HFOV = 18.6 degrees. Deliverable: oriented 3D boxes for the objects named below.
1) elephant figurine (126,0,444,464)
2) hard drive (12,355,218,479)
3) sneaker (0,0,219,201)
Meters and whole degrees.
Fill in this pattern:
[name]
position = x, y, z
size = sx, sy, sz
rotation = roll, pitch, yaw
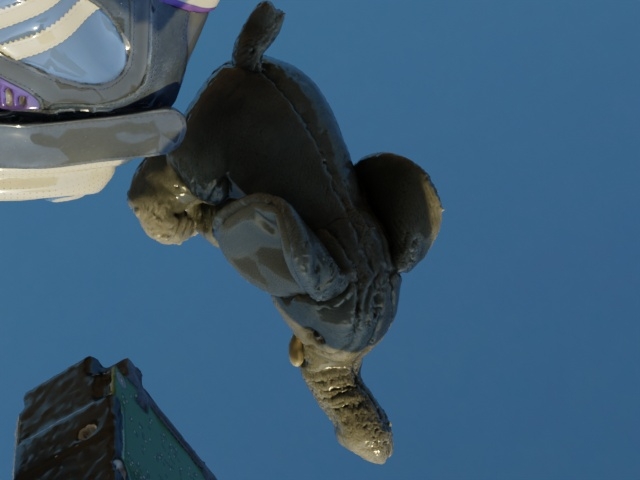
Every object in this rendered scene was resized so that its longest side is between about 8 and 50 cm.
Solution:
[elephant figurine]
position = 0.000, 0.000, 1.325
size = 0.169, 0.186, 0.239
rotation = -43, -116, -3
[hard drive]
position = -0.047, 0.225, 0.821
size = 0.064, 0.237, 0.339
rotation = -28, -150, 11
[sneaker]
position = -0.222, -0.118, 1.157
size = 0.236, 0.323, 0.130
rotation = -57, -135, 19
